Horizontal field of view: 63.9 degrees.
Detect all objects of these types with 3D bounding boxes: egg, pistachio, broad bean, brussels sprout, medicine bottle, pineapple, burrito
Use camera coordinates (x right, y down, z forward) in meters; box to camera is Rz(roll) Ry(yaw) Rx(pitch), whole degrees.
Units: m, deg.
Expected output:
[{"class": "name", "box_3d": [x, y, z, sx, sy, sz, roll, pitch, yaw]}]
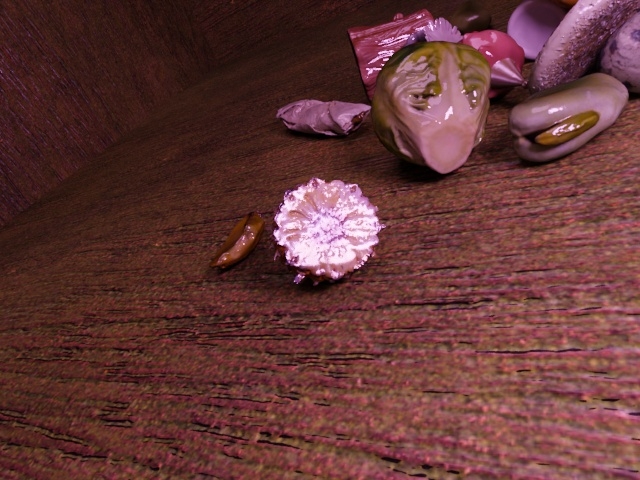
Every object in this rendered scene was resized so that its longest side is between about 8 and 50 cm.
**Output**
[{"class": "egg", "box_3d": [0.550, -0.313, 0.838, 0.181, 0.141, 0.141, -11, 30, 48]}, {"class": "pistachio", "box_3d": [-0.149, 0.004, 0.984, 0.089, 0.049, 0.173, -33, 20, 40]}, {"class": "broad bean", "box_3d": [0.401, -0.210, 0.837, 0.169, 0.100, 0.228, -1, 34, 38]}, {"class": "brussels sprout", "box_3d": [0.204, -0.243, 0.947, 0.219, 0.210, 0.271, -1, 43, 1]}, {"class": "medicine bottle", "box_3d": [0.547, -0.542, 1.223, 0.144, 0.144, 0.252, 0, 35, 40]}, {"class": "broad bean", "box_3d": [0.466, -0.697, 1.608, 0.124, 0.082, 0.174, -13, 30, 20]}, {"class": "pineapple", "box_3d": [-0.001, -0.004, 0.815, 0.176, 0.161, 0.137, -38, -7, -15]}, {"class": "burrito", "box_3d": [-0.010, -0.339, 1.412, 0.117, 0.076, 0.392, -38, 31, -19]}]

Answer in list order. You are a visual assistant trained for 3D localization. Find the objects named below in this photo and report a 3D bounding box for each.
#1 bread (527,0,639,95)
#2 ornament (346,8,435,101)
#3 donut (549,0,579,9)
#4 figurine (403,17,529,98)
[{"class": "bread", "box_3d": [0.477, -0.353, 0.895, 0.267, 0.267, 0.040, -32, 66, -11]}, {"class": "ornament", "box_3d": [0.203, -0.508, 1.392, 0.217, 0.235, 0.221, -17, 73, 8]}, {"class": "donut", "box_3d": [0.585, -0.631, 1.086, 0.449, 0.449, 0.198, -53, -5, -40]}, {"class": "figurine", "box_3d": [0.334, -0.383, 1.131, 0.207, 0.166, 0.387, -7, 34, -28]}]
